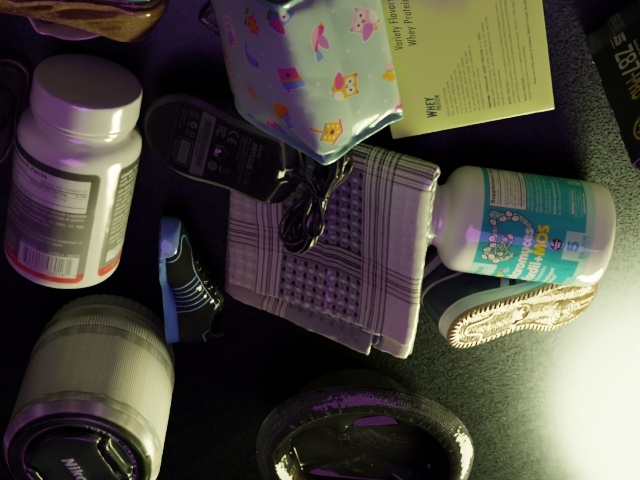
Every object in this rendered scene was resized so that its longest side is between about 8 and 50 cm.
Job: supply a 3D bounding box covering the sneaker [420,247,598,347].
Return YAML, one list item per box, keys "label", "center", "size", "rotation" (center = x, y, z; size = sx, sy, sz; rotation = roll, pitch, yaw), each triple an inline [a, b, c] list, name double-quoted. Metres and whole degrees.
- label: "sneaker"
  center: [0.260, 0.060, 1.639]
  size: [0.282, 0.153, 0.099]
  rotation: [-10, 129, -30]

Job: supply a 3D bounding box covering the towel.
- label: "towel"
  center: [0.000, 0.000, 1.535]
  size: [0.312, 0.056, 0.324]
  rotation: [18, 127, 20]

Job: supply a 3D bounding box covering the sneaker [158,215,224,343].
- label: "sneaker"
  center: [-0.188, 0.057, 1.648]
  size: [0.090, 0.081, 0.232]
  rotation: [-3, 131, -4]

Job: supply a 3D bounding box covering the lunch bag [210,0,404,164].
- label: "lunch bag"
  center: [-0.040, -0.245, 1.315]
  size: [0.160, 0.262, 0.223]
  rotation: [-32, 130, -19]

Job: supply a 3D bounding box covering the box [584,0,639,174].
- label: "box"
  center: [0.499, -0.079, 1.386]
  size: [0.395, 0.318, 0.097]
  rotation: [40, 117, -23]

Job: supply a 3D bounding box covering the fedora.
- label: "fedora"
  center: [0.068, 0.299, 1.767]
  size: [0.333, 0.153, 0.334]
  rotation: [0, 126, 0]

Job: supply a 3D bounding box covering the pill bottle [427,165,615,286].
- label: "pill bottle"
  center: [0.254, -0.022, 1.537]
  size: [0.264, 0.146, 0.146]
  rotation: [7, 126, -4]

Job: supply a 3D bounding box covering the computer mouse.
- label: "computer mouse"
  center: [-0.097, -0.113, 1.468]
  size: [0.272, 0.072, 0.188]
  rotation: [26, 127, 2]

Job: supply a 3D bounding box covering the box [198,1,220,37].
- label: "box"
  center: [-0.103, -0.280, 1.433]
  size: [0.083, 0.018, 0.067]
  rotation: [36, 119, -22]

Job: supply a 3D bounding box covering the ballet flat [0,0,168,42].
- label: "ballet flat"
  center: [-0.359, -0.305, 1.380]
  size: [0.342, 0.116, 0.124]
  rotation: [9, 145, -10]

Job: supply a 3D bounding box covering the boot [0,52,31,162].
- label: "boot"
  center: [-0.437, -0.127, 1.432]
  size: [0.076, 0.208, 0.190]
  rotation: [17, 124, -10]

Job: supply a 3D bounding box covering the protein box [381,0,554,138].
- label: "protein box"
  center: [0.164, -0.257, 1.373]
  size: [0.201, 0.136, 0.200]
  rotation: [-10, 126, 8]

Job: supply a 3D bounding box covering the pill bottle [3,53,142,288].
- label: "pill bottle"
  center: [-0.323, -0.091, 1.487]
  size: [0.161, 0.161, 0.283]
  rotation: [13, 125, -8]

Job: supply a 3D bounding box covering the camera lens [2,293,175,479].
- label: "camera lens"
  center: [-0.330, 0.239, 1.656]
  size: [0.219, 0.274, 0.219]
  rotation: [1, 126, 1]
